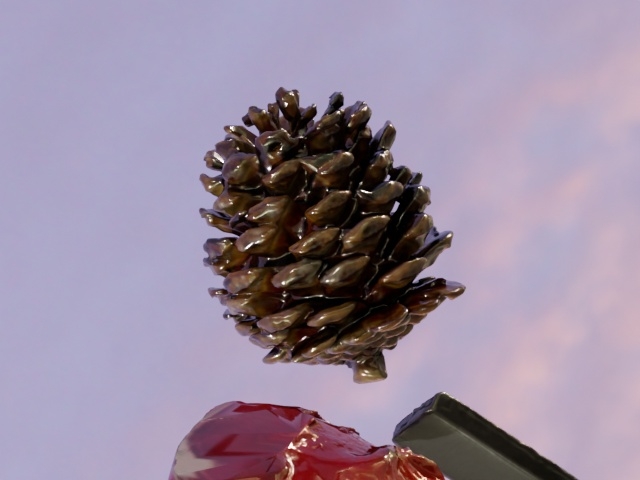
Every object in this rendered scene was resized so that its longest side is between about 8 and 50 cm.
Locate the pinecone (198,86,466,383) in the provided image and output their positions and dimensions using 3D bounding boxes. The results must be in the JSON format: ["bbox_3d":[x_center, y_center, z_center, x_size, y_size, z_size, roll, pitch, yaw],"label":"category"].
[{"bbox_3d":[0.000,0.000,1.460,0.224,0.224,0.272,-23,-92,-54],"label":"pinecone"}]

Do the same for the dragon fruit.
[{"bbox_3d":[-0.011,0.184,0.976,0.163,0.189,0.261,-40,12,32],"label":"dragon fruit"}]

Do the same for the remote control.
[{"bbox_3d":[0.162,0.185,1.159,0.063,0.245,0.025,-47,16,38],"label":"remote control"}]
